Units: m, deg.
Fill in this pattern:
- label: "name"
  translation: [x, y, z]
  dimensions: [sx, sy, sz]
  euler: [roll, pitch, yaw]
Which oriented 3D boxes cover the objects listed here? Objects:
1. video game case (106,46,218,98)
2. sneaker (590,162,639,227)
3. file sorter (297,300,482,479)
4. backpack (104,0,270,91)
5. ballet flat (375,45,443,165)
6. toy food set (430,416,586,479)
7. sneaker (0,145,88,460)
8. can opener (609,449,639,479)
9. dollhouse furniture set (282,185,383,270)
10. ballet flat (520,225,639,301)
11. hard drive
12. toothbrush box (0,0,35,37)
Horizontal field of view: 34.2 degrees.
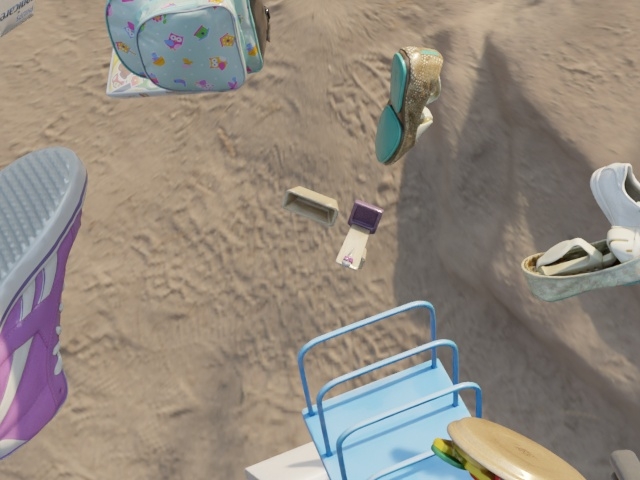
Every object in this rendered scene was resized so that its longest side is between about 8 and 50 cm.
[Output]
- label: "video game case"
  translation: [-0.199, -0.314, 1.477]
  dimensions: [0.206, 0.026, 0.227]
  euler: [0, 77, 24]
- label: "sneaker"
  translation: [0.531, -0.032, 1.726]
  dimensions: [0.080, 0.094, 0.212]
  euler: [-34, 94, -26]
- label: "file sorter"
  translation: [0.065, 0.144, 0.739]
  dimensions: [0.118, 0.170, 0.104]
  euler: [-19, 139, -10]
- label: "backpack"
  translation: [-0.169, -0.268, 1.276]
  dimensions: [0.188, 0.144, 0.166]
  euler: [1, 141, 11]
- label: "ballet flat"
  translation: [0.119, -0.170, 1.352]
  dimensions: [0.067, 0.206, 0.073]
  euler: [-11, 61, -15]
- label: "toy food set"
  translation: [0.098, 0.114, 0.519]
  dimensions: [0.083, 0.082, 0.020]
  euler: [18, 100, -46]
- label: "sneaker"
  translation: [-0.271, 0.062, 0.947]
  dimensions: [0.102, 0.161, 0.282]
  euler: [13, 68, 28]
- label: "can opener"
  translation: [0.481, 0.409, 1.603]
  dimensions: [0.093, 0.280, 0.074]
  euler: [-3, 105, 7]
- label: "dollhouse furniture set"
  translation: [0.000, 0.000, 1.209]
  dimensions: [0.114, 0.081, 0.091]
  euler: [22, 138, 2]
- label: "ballet flat"
  translation: [0.263, 0.016, 0.964]
  dimensions: [0.168, 0.057, 0.052]
  euler: [-22, 121, 31]
- label: "hard drive"
  translation: [0.040, 0.366, 1.777]
  dimensions: [0.307, 0.203, 0.040]
  euler: [-19, 94, -17]
- label: "toothbrush box"
  translation: [-0.486, -0.434, 1.478]
  dimensions: [0.122, 0.206, 0.283]
  euler: [22, 122, 2]
